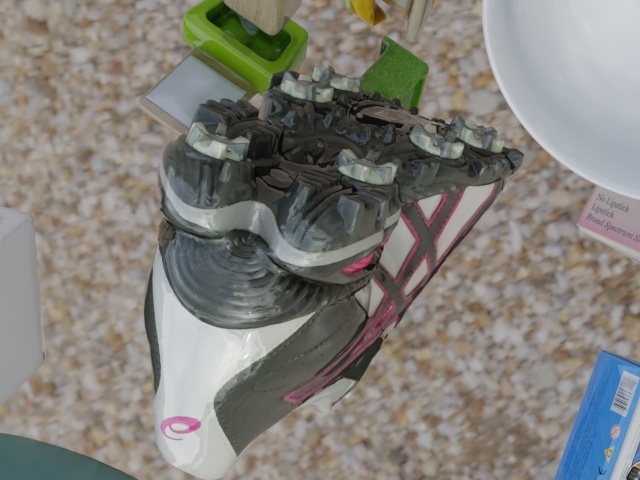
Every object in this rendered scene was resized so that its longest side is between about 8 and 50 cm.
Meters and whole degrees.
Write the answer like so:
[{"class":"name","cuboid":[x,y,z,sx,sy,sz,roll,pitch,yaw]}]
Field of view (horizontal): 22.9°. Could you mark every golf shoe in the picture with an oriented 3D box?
[{"class":"golf shoe","cuboid":[0.000,0.000,0.645,0.105,0.273,0.120,23,109,17]}]

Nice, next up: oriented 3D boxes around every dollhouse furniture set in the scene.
[{"class":"dollhouse furniture set","cuboid":[-0.035,-0.162,1.082,0.197,0.151,0.301,36,153,14]}]

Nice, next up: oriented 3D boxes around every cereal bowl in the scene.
[{"class":"cereal bowl","cuboid":[0.307,-0.203,1.300,0.339,0.141,0.339,9,125,13]}]

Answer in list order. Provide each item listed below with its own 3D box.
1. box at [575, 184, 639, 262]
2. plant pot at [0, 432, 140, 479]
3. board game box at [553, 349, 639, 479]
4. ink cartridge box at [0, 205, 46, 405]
[{"class":"box","cuboid":[0.376,-0.072,1.502,0.148,0.127,0.232,29,92,49]},{"class":"plant pot","cuboid":[-0.175,0.276,0.759,0.293,0.235,0.293,10,129,13]},{"class":"board game box","cuboid":[0.360,0.293,1.531,0.086,0.302,0.308,24,95,65]},{"class":"ink cartridge box","cuboid":[-0.243,0.033,0.675,0.203,0.148,0.086,14,125,18]}]
